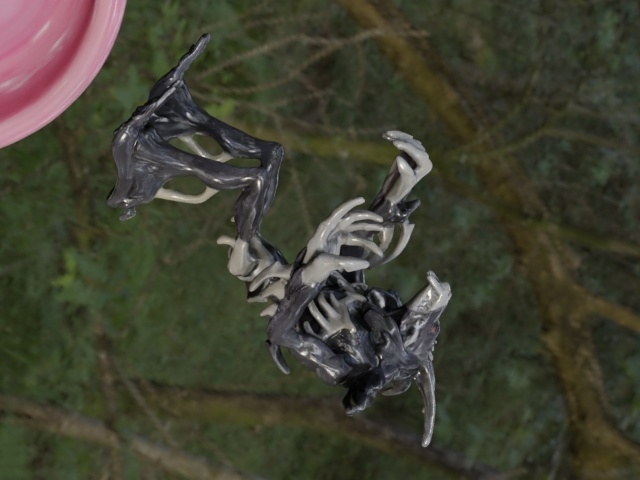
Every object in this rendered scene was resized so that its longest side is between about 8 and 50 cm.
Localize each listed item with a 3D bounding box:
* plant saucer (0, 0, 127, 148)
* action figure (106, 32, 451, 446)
[{"bbox_3d":[-0.293,-0.212,0.938,0.084,0.332,0.332,-89,-171,-56],"label":"plant saucer"},{"bbox_3d":[0.000,0.000,0.845,0.141,0.276,0.164,-43,-169,24],"label":"action figure"}]
